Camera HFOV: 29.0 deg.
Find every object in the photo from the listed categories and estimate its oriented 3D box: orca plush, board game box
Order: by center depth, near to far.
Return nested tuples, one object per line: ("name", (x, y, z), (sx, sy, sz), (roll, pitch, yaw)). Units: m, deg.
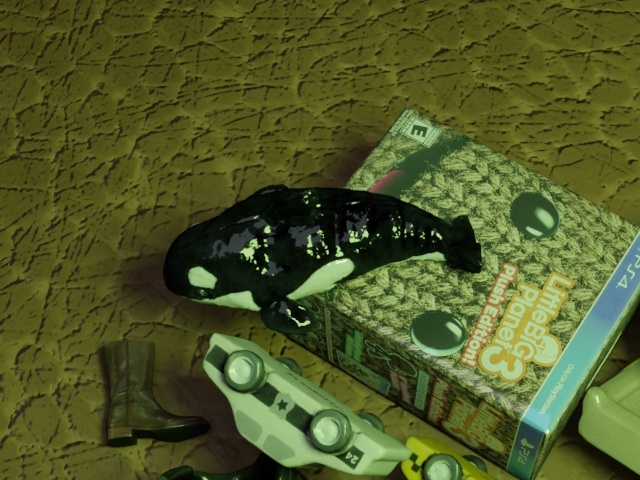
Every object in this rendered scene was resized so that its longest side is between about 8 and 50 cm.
("orca plush", (0.000, 0.000, 1.095), (0.287, 0.102, 0.151), (6, 62, 6))
("board game box", (0.143, 0.049, 1.202), (0.291, 0.141, 0.232), (29, 67, 17))

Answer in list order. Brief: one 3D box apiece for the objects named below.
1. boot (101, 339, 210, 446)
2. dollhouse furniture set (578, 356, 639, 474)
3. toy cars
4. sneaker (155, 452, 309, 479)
("boot", (-0.164, 0.143, 1.227), (0.106, 0.037, 0.114), (-5, 57, -3))
("dollhouse furniture set", (0.396, 0.230, 1.132), (0.197, 0.151, 0.301), (-24, 42, -36))
("toy cars", (0.061, 0.208, 1.084), (0.394, 0.176, 0.087), (30, 92, -17))
("sneaker", (-0.138, 0.269, 1.078), (0.293, 0.146, 0.102), (-25, 37, -15))
